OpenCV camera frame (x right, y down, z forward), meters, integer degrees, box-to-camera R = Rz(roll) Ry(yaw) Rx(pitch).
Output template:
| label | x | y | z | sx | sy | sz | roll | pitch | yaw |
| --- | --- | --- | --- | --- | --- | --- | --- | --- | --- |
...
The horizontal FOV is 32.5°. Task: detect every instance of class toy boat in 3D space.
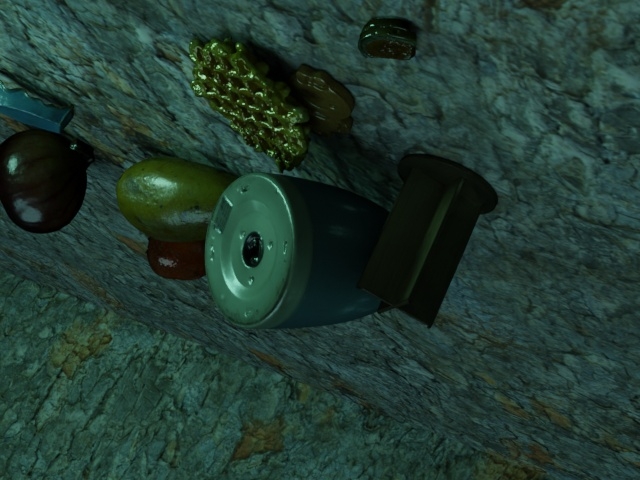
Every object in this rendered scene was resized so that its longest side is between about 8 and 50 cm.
| label | x | y | z | sx | sy | sz | roll | pitch | yaw |
| --- | --- | --- | --- | --- | --- | --- | --- | --- | --- |
| toy boat | -0.578 | -0.279 | 2.171 | 0.186 | 0.077 | 0.075 | 18 | 162 | -6 |

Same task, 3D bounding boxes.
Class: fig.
| label | x | y | z | sx | sy | sz | roll | pitch | yaw |
| --- | --- | --- | --- | --- | --- | --- | --- | --- | --- |
| fig | -0.599 | -0.128 | 2.379 | 0.214 | 0.235 | 0.235 | -8 | 173 | -20 |

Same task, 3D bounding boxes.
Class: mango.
| label | x | y | z | sx | sy | sz | roll | pitch | yaw |
| --- | --- | --- | --- | --- | --- | --- | --- | --- | --- |
| mango | -0.252 | -0.072 | 2.141 | 0.330 | 0.175 | 0.176 | 13 | -157 | 35 |

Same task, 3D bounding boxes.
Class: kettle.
| label | x | y | z | sx | sy | sz | roll | pitch | yaw |
| --- | --- | --- | --- | --- | --- | --- | --- | --- | --- |
| kettle | 0.000 | 0.000 | 1.834 | 0.342 | 0.247 | 0.319 | 3 | -142 | -39 |

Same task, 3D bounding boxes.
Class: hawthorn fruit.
| label | x | y | z | sx | sy | sz | roll | pitch | yaw |
| --- | --- | --- | --- | --- | --- | --- | --- | --- | --- |
| hawthorn fruit | -0.256 | 0.040 | 2.495 | 0.285 | 0.165 | 0.165 | 22 | 163 | -7 |

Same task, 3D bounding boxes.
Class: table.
| label | x | y | z | sx | sy | sz | roll | pitch | yaw |
| --- | --- | --- | --- | --- | --- | --- | --- | --- | --- |
| table | 0.155 | 0.006 | 1.689 | 0.167 | 0.226 | 0.167 | 23 | 162 | 8 |

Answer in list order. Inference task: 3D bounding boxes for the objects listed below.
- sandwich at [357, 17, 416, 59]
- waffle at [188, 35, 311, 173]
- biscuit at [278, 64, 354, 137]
| label | x | y | z | sx | sy | sz | roll | pitch | yaw |
| --- | --- | --- | --- | --- | --- | --- | --- | --- | --- |
| sandwich | 0.086 | -0.251 | 1.384 | 0.101 | 0.026 | 0.069 | 8 | 154 | 42 |
| waffle | -0.110 | -0.212 | 1.669 | 0.243 | 0.058 | 0.238 | 41 | 164 | -2 |
| biscuit | -0.006 | -0.202 | 1.650 | 0.133 | 0.027 | 0.184 | 33 | 161 | -18 |
